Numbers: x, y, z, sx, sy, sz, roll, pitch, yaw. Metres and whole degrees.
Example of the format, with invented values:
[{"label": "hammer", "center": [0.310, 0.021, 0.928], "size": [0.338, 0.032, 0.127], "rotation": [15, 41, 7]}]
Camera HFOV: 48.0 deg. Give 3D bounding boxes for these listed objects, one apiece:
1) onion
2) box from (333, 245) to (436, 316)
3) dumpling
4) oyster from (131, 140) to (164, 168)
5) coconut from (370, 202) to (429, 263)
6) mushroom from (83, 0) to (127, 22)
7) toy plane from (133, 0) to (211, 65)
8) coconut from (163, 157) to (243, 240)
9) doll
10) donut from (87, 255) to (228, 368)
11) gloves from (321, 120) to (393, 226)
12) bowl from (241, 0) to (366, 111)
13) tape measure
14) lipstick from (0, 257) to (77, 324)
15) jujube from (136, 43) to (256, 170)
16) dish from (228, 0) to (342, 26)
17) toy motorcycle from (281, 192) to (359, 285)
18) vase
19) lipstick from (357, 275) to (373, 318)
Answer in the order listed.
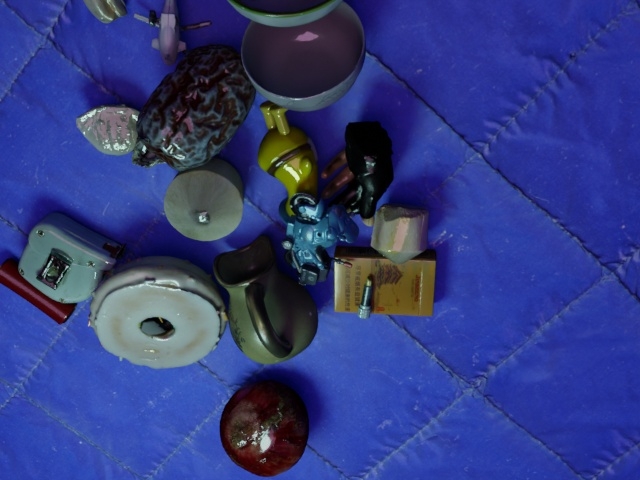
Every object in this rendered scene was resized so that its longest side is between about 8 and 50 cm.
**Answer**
[{"label": "onion", "center": [-0.164, 0.542, 2.085], "size": [0.276, 0.276, 0.276], "rotation": [2, 114, 5]}, {"label": "box", "center": [0.173, 0.112, 1.953], "size": [0.274, 0.076, 0.174], "rotation": [2, 115, 6]}, {"label": "dumpling", "center": [-0.521, -0.293, 1.844], "size": [0.176, 0.092, 0.150], "rotation": [36, 115, -11]}, {"label": "oyster", "center": [-0.345, -0.256, 1.830], "size": [0.199, 0.087, 0.252], "rotation": [33, 90, 1]}, {"label": "coconut", "center": [0.207, -0.016, 1.848], "size": [0.147, 0.147, 0.153], "rotation": [7, 101, 3]}, {"label": "mushroom", "center": [-0.525, -0.689, 1.675], "size": [0.122, 0.095, 0.351], "rotation": [-5, 116, -11]}, {"label": "toy plane", "center": [-0.346, -0.557, 1.705], "size": [0.182, 0.107, 0.273], "rotation": [21, 110, -8]}, {"label": "coconut", "center": [-0.293, -0.101, 1.831], "size": [0.202, 0.222, 0.202], "rotation": [0, 114, 0]}, {"label": "doll", "center": [-0.071, -0.170, 1.809], "size": [0.145, 0.199, 0.363], "rotation": [-26, 116, -20]}, {"label": "donut", "center": [-0.445, 0.195, 1.991], "size": [0.382, 0.142, 0.383], "rotation": [-2, 127, -3]}, {"label": "gloves", "center": [0.102, -0.152, 1.796], "size": [0.152, 0.197, 0.301], "rotation": [-6, 148, -33]}, {"label": "bowl", "center": [-0.032, -0.417, 1.671], "size": [0.287, 0.144, 0.287], "rotation": [-3, 68, 7]}, {"label": "tape measure", "center": [-0.701, 0.059, 2.001], "size": [0.243, 0.125, 0.246], "rotation": [30, 113, -6]}, {"label": "lipstick", "center": [-0.824, 0.148, 2.079], "size": [0.241, 0.080, 0.080], "rotation": [37, 112, -10]}, {"label": "jujube", "center": [-0.290, -0.314, 1.700], "size": [0.226, 0.226, 0.317], "rotation": [43, 73, -12]}, {"label": "dish", "center": [-0.075, -0.593, 1.603], "size": [0.324, 0.324, 0.124], "rotation": [0, 158, 1]}, {"label": "toy motorcycle", "center": [0.000, 0.000, 1.809], "size": [0.182, 0.124, 0.272], "rotation": [16, 133, 7]}, {"label": "vase", "center": [-0.144, 0.178, 1.879], "size": [0.240, 0.329, 0.302], "rotation": [-23, 110, 2]}, {"label": "lipstick", "center": [0.125, 0.151, 1.917], "size": [0.037, 0.037, 0.116], "rotation": [10, 111, 2]}]
